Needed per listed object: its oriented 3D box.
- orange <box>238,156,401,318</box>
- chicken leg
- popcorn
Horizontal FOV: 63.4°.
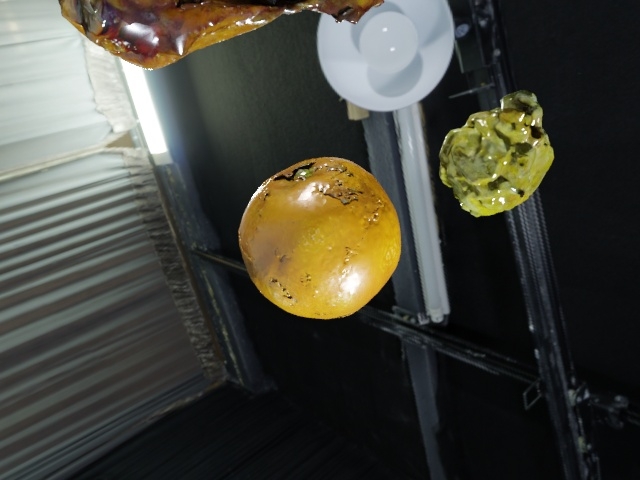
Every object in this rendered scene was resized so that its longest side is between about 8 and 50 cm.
[{"bbox_3d":[0.000,0.000,0.789,0.246,0.246,0.246,33,-44,40],"label":"orange"},{"bbox_3d":[-0.079,-0.222,0.486,0.093,0.304,0.113,124,-48,-62],"label":"chicken leg"},{"bbox_3d":[0.352,-0.159,1.006,0.192,0.233,0.266,58,-22,34],"label":"popcorn"}]
